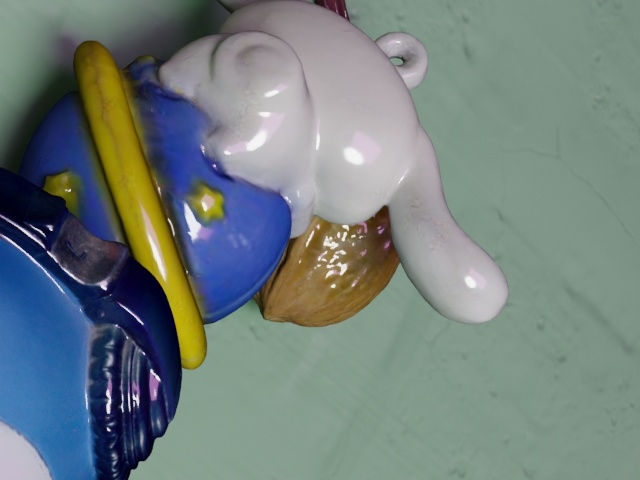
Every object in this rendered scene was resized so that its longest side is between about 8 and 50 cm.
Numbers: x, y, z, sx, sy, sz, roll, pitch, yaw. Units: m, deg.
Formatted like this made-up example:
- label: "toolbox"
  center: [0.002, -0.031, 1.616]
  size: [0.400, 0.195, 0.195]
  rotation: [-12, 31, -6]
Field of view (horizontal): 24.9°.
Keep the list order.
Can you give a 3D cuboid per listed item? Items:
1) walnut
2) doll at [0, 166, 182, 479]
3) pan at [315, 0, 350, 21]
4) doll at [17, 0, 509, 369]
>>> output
- label: "walnut"
  center: [0.000, 0.000, 0.912]
  size: [0.105, 0.105, 0.124]
  rotation: [43, 67, -30]
- label: "doll"
  center: [-0.201, 0.101, 0.682]
  size: [0.240, 0.284, 0.310]
  rotation: [-87, 166, -61]
- label: "pan"
  center: [-0.008, -0.218, 0.938]
  size: [0.115, 0.040, 0.212]
  rotation: [-25, 106, -29]
- label: "doll"
  center: [-0.060, -0.078, 0.812]
  size: [0.159, 0.242, 0.311]
  rotation: [56, 15, -63]
